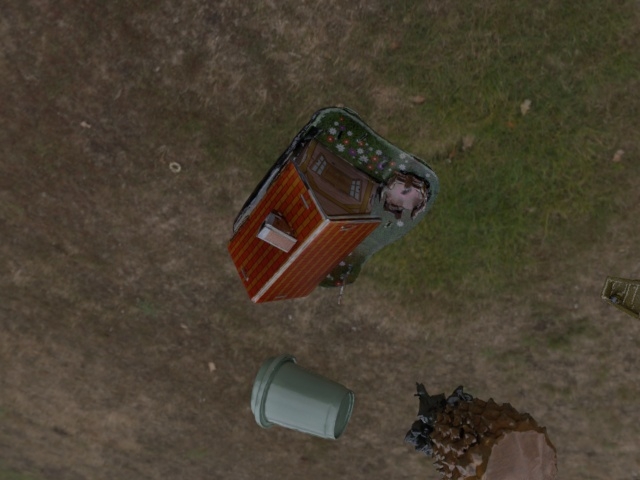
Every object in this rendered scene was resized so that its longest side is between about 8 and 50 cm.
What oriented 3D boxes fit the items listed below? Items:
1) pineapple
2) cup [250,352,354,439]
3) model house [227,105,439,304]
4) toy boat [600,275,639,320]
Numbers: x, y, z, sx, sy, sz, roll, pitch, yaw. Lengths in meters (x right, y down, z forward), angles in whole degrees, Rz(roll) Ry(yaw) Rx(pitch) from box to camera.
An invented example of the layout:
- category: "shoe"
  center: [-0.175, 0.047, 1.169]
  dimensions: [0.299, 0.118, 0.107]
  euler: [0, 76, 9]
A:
- category: "pineapple"
  center: [0.296, 0.410, 1.205]
  dimensions: [0.223, 0.222, 0.357]
  euler: [34, 172, -24]
- category: "cup"
  center: [-0.025, 0.245, 0.892]
  dimensions: [0.141, 0.120, 0.120]
  euler: [12, 140, 20]
- category: "model house"
  center: [0.000, -0.001, 0.762]
  dimensions: [0.207, 0.153, 0.294]
  euler: [33, 132, -12]
- category: "toy boat"
  center: [0.498, 0.102, 0.805]
  dimensions: [0.088, 0.226, 0.068]
  euler: [3, 105, -34]
